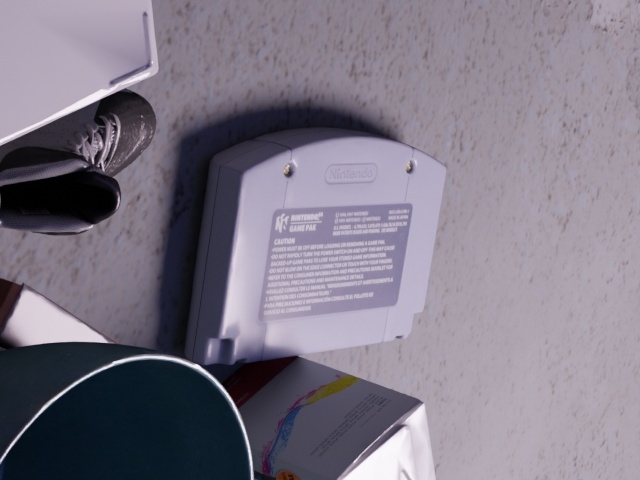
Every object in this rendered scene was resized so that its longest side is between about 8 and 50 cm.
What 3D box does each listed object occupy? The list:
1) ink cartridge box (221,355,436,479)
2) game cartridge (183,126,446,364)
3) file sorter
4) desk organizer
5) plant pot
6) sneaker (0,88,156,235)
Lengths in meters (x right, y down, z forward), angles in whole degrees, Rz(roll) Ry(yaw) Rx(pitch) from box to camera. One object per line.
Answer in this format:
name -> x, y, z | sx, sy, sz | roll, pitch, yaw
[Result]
ink cartridge box -> -0.006, 0.195, 1.592 | 0.127, 0.176, 0.128 | -39, 131, -38
game cartridge -> 0.000, 0.000, 1.633 | 0.297, 0.062, 0.198 | -3, 102, -52
file sorter -> -0.263, -0.162, 1.128 | 0.278, 0.173, 0.193 | -31, 127, -42
desk organizer -> -0.210, 0.071, 1.388 | 0.130, 0.050, 0.047 | 41, 71, -51
plant pot -> -0.214, 0.194, 1.307 | 0.290, 0.195, 0.290 | -23, 121, -46
sneaker -> -0.171, -0.047, 1.324 | 0.229, 0.132, 0.086 | -25, 122, -45
